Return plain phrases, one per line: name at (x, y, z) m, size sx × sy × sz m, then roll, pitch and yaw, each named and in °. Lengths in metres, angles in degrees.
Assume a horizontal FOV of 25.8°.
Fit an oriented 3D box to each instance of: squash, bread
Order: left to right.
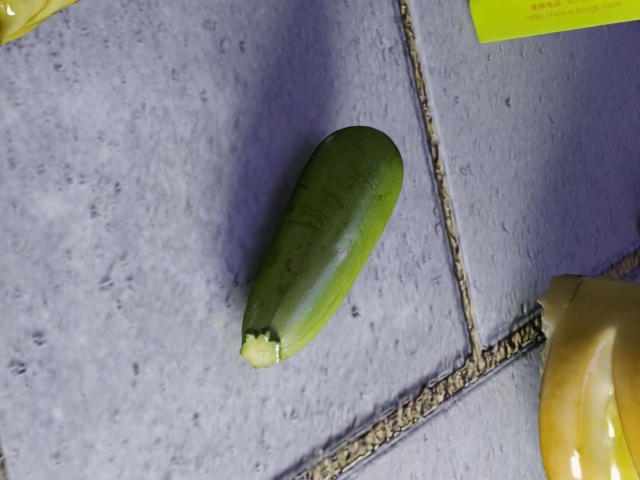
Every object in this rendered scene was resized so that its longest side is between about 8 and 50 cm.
squash at (0.000, 0.000, 0.893) m, size 0.066 × 0.066 × 0.201 m, roll 57°, pitch 45°, yaw -32°
bread at (0.316, 0.184, 1.150) m, size 0.211 × 0.270 × 0.316 m, roll -59°, pitch 137°, yaw -23°

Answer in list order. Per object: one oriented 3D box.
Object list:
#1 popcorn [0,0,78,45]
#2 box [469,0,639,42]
popcorn at (-0.173, -0.124, 0.530) m, size 0.266 × 0.233 × 0.192 m, roll -97°, pitch 162°, yaw -50°
box at (0.279, -0.267, 1.233) m, size 0.335 × 0.187 × 0.047 m, roll -46°, pitch 123°, yaw -48°
